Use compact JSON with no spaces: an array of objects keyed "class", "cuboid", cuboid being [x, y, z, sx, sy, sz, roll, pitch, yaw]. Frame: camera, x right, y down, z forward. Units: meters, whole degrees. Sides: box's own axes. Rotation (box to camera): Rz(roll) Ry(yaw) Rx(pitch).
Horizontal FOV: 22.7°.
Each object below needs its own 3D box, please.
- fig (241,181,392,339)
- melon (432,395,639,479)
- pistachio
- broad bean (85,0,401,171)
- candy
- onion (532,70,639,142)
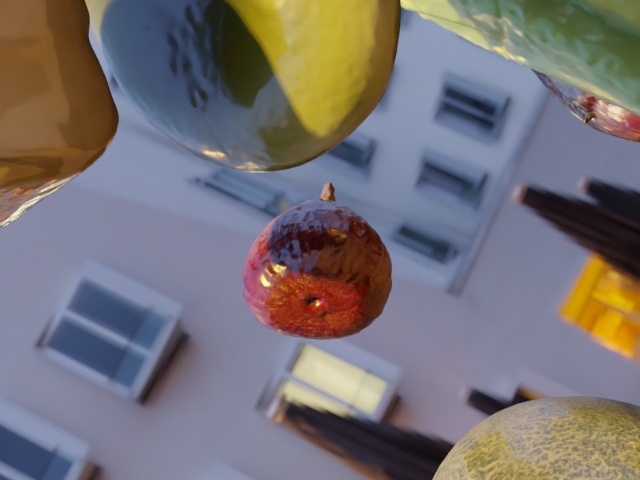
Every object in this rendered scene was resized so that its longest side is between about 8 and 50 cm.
[{"class":"fig","cuboid":[0.004,0.003,1.277,0.119,0.119,0.153,81,-159,-66]},{"class":"melon","cuboid":[0.187,0.231,1.066,0.249,0.248,0.329,-67,22,8]},{"class":"pistachio","cuboid":[-0.278,-0.092,0.957,0.331,0.226,0.208,1,-56,-36]},{"class":"broad bean","cuboid":[-0.063,-0.175,1.121,0.119,0.291,0.238,-2,-62,-50]},{"class":"candy","cuboid":[0.225,-0.204,1.422,0.142,0.343,0.132,-35,-33,-65]},{"class":"onion","cuboid":[0.400,-0.306,1.828,0.385,0.348,0.348,-42,-20,-15]}]
